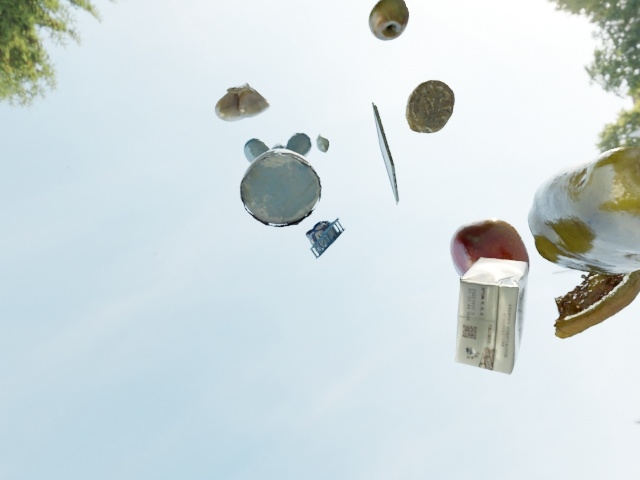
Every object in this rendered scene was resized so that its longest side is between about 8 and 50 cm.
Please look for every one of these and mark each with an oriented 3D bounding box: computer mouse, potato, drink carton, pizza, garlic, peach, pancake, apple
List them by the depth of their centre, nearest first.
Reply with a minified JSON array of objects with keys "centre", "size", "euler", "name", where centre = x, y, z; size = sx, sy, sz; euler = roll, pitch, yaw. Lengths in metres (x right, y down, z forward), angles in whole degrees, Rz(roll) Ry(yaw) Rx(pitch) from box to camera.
[{"centre":[0.449,-0.039,0.637],"size":[0.196,0.176,0.369],"euler":[70,-167,18],"name":"potato"},{"centre":[0.143,-0.470,0.853],"size":[0.089,0.089,0.075],"euler":[-14,-108,-31],"name":"apple"},{"centre":[0.617,0.122,0.901],"size":[0.271,0.134,0.056],"euler":[-35,-72,4],"name":"pizza"},{"centre":[0.425,0.162,0.983],"size":[0.324,0.131,0.195],"euler":[-13,-75,-59],"name":"drink carton"},{"centre":[0.301,-0.367,1.116],"size":[0.151,0.025,0.152],"euler":[-7,-59,-11],"name":"pancake"},{"centre":[-0.248,-0.424,1.276],"size":[0.174,0.099,0.124],"euler":[-20,-138,-2],"name":"garlic"},{"centre":[0.569,0.063,1.378],"size":[0.245,0.249,0.275],"euler":[10,-131,-33],"name":"peach"},{"centre":[-0.001,-0.372,1.529],"size":[0.032,0.056,0.110],"euler":[0,-147,-26],"name":"computer mouse"}]

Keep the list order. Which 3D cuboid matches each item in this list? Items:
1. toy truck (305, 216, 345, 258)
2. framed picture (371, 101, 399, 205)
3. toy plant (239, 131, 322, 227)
[{"centre":[0.000,0.000,0.926],"size":[0.063,0.074,0.136],"euler":[55,-134,-15],"name":"toy truck"},{"centre":[0.212,-0.278,1.296],"size":[0.017,0.217,0.275],"euler":[-14,-119,9],"name":"framed picture"},{"centre":[-0.122,-0.219,1.242],"size":[0.247,0.247,0.332],"euler":[24,-152,-21],"name":"toy plant"}]
